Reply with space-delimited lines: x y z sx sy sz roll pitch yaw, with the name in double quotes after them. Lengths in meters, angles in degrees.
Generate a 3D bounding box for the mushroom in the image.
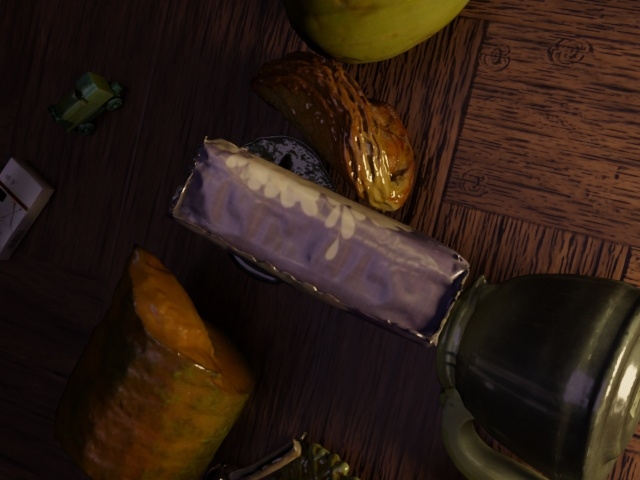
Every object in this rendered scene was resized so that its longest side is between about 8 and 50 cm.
-0.091 0.329 1.205 0.187 0.060 0.061 -28 123 21 "mushroom"

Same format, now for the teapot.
0.269 0.170 1.016 0.239 0.322 0.239 20 58 32 "teapot"

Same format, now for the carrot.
-0.221 0.193 1.168 0.241 0.241 0.341 34 104 19 "carrot"

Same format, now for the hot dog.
0.033 -0.155 1.097 0.114 0.175 0.259 -48 66 8 "hot dog"

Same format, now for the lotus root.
-0.063 -0.044 1.196 0.183 0.078 0.204 -26 87 6 "lotus root"

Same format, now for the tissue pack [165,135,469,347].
0.000 0.000 1.029 0.343 0.242 0.125 26 93 3 "tissue pack"

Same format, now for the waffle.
-0.019 0.378 1.159 0.169 0.036 0.184 25 86 42 "waffle"

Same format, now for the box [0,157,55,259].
-0.517 -0.052 1.394 0.084 0.040 0.154 42 105 18 "box"

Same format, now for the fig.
0.075 -0.351 1.067 0.271 0.239 0.240 -7 86 2 "fig"

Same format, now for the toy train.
-0.369 -0.213 1.318 0.122 0.081 0.050 -36 74 15 "toy train"
